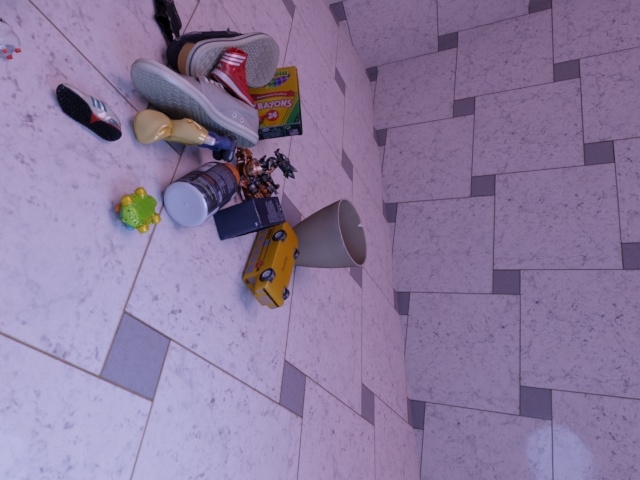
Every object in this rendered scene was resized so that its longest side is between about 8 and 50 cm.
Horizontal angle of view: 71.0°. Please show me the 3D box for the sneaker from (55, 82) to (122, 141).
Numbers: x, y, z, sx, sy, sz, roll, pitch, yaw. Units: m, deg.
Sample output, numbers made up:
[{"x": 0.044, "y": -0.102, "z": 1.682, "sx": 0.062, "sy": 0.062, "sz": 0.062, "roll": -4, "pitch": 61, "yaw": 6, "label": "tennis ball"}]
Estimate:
[{"x": -0.518, "y": -0.297, "z": 1.010, "sx": 0.161, "sy": 0.057, "sz": 0.075, "roll": 44, "pitch": 21, "yaw": -47, "label": "sneaker"}]

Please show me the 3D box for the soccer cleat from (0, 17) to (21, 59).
[{"x": -0.626, "y": -0.366, "z": 0.791, "sx": 0.076, "sy": 0.068, "sz": 0.196, "roll": 64, "pitch": 18, "yaw": -12, "label": "soccer cleat"}]

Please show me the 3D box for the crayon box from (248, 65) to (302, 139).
[{"x": -0.180, "y": -0.540, "z": 1.697, "sx": 0.081, "sy": 0.202, "sz": 0.319, "roll": 74, "pitch": 9, "yaw": -67, "label": "crayon box"}]

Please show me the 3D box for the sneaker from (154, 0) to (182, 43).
[{"x": -0.466, "y": -0.684, "z": 1.344, "sx": 0.089, "sy": 0.051, "sz": 0.170, "roll": -73, "pitch": 144, "yaw": -58, "label": "sneaker"}]

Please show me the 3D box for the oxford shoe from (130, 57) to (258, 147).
[{"x": -0.336, "y": -0.401, "z": 1.277, "sx": 0.449, "sy": 0.169, "sz": 0.130, "roll": 20, "pitch": 77, "yaw": -56, "label": "oxford shoe"}]

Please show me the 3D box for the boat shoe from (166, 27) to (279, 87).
[{"x": -0.297, "y": -0.604, "z": 1.476, "sx": 0.500, "sy": 0.155, "sz": 0.187, "roll": -37, "pitch": 150, "yaw": -54, "label": "boat shoe"}]

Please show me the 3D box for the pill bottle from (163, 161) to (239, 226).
[{"x": -0.315, "y": -0.142, "z": 1.254, "sx": 0.131, "sy": 0.130, "sz": 0.246, "roll": 66, "pitch": 25, "yaw": -18, "label": "pill bottle"}]

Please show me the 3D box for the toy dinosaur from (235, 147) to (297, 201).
[{"x": -0.210, "y": -0.232, "z": 1.537, "sx": 0.218, "sy": 0.164, "sz": 0.322, "roll": -23, "pitch": 119, "yaw": -50, "label": "toy dinosaur"}]

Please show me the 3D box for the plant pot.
[{"x": 0.000, "y": 0.000, "z": 1.686, "sx": 0.256, "sy": 0.273, "sz": 0.257, "roll": 44, "pitch": 38, "yaw": -50, "label": "plant pot"}]

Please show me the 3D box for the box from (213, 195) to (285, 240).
[{"x": -0.218, "y": -0.071, "z": 1.393, "sx": 0.158, "sy": 0.155, "sz": 0.093, "roll": -20, "pitch": 94, "yaw": -66, "label": "box"}]

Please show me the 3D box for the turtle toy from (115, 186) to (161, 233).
[{"x": -0.425, "y": -0.072, "z": 1.049, "sx": 0.095, "sy": 0.066, "sz": 0.130, "roll": 67, "pitch": 24, "yaw": -21, "label": "turtle toy"}]

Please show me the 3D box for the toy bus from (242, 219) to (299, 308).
[{"x": -0.159, "y": 0.070, "z": 1.471, "sx": 0.108, "sy": 0.130, "sz": 0.333, "roll": 58, "pitch": 29, "yaw": -35, "label": "toy bus"}]

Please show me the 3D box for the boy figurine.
[{"x": -0.360, "y": -0.280, "z": 1.213, "sx": 0.285, "sy": 0.177, "sz": 0.092, "roll": 2, "pitch": 103, "yaw": -53, "label": "boy figurine"}]

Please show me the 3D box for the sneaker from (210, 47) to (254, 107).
[{"x": -0.240, "y": -0.504, "z": 1.385, "sx": 0.128, "sy": 0.087, "sz": 0.221, "roll": -60, "pitch": 165, "yaw": 1, "label": "sneaker"}]
